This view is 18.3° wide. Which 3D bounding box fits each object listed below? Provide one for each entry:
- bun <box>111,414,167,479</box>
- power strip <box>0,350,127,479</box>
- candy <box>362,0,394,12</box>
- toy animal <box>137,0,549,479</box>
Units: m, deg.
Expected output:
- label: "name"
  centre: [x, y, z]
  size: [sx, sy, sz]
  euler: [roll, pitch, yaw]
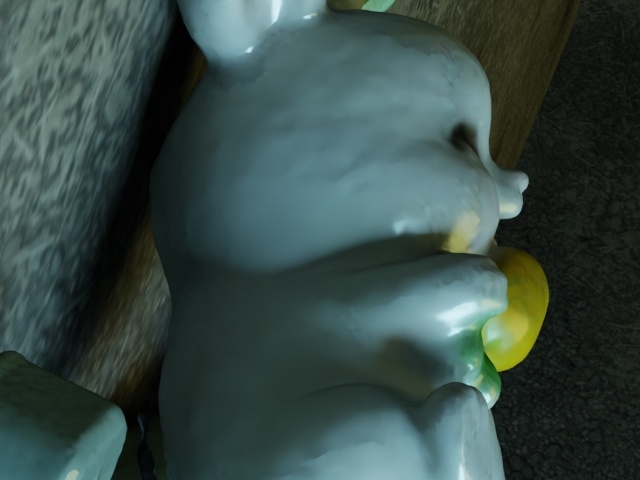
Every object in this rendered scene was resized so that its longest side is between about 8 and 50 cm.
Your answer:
- label: "bun"
  centre: [-0.053, 0.224, 0.929]
  size: [0.283, 0.179, 0.283]
  euler: [18, 90, -81]
- label: "power strip"
  centre: [-0.122, 0.132, 0.646]
  size: [0.265, 0.059, 0.193]
  euler: [-46, 159, -73]
- label: "candy"
  centre: [0.027, -0.203, 0.940]
  size: [0.061, 0.061, 0.202]
  euler: [-40, 141, -75]
- label: "toy animal"
  centre: [0.003, 0.004, 0.764]
  size: [0.208, 0.154, 0.325]
  euler: [-19, 93, -75]
